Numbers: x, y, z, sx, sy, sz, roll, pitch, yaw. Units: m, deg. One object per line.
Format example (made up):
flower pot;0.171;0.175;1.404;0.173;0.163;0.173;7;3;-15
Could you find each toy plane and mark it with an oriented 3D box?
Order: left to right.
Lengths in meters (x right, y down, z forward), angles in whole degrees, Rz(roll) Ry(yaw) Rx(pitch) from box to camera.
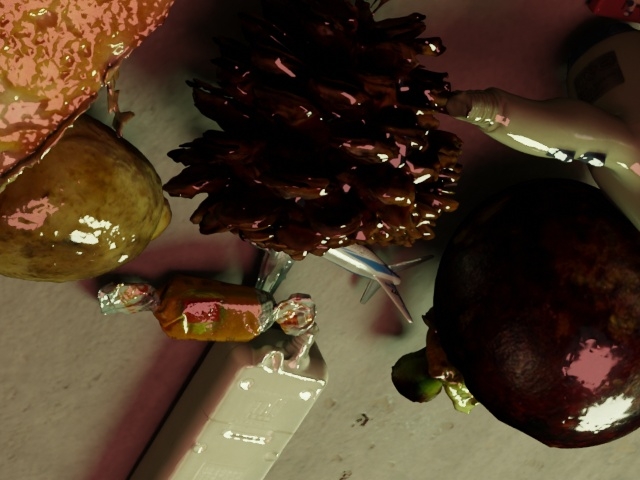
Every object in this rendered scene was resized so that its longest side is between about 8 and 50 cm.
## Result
toy plane;0.001;-0.002;1.409;0.226;0.058;0.226;-35;131;25

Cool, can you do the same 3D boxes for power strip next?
power strip;-0.094;0.189;1.532;0.098;0.058;0.338;14;124;-30

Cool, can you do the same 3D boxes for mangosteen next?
mangosteen;0.173;0.080;1.449;0.231;0.231;0.289;26;131;-37

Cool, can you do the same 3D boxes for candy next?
candy;-0.095;0.055;1.418;0.182;0.046;0.053;6;119;-11

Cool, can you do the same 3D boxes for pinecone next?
pinecone;-0.001;-0.087;1.240;0.221;0.221;0.221;-12;133;-13

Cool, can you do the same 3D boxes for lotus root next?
lotus root;-0.189;-0.032;1.263;0.214;0.138;0.138;11;125;-44

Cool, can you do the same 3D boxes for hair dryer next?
hair dryer;0.245;-0.019;1.278;0.119;0.296;0.298;-43;169;35

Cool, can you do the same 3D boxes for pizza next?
pizza;-0.196;-0.172;1.132;0.280;0.075;0.288;15;104;-27

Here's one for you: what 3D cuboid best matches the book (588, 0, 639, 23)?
book;0.327;-0.262;1.345;0.162;0.022;0.232;7;127;-29
